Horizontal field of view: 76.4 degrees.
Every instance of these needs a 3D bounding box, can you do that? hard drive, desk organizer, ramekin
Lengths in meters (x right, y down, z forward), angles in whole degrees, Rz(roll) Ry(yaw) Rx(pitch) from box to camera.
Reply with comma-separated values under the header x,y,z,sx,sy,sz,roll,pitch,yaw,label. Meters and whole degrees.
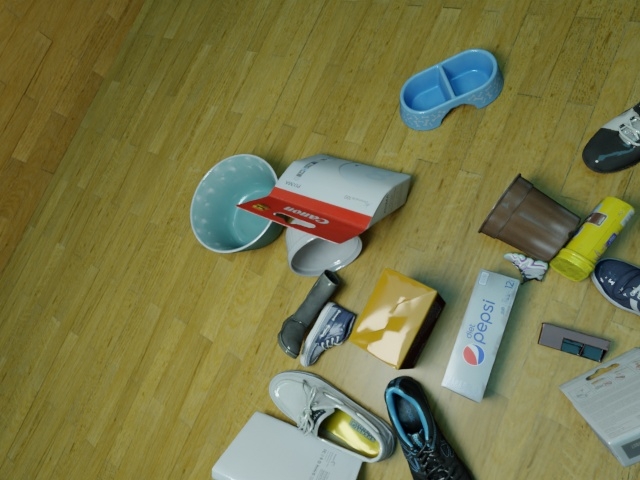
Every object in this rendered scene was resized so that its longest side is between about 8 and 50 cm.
x,y,z,sx,sy,sz,roll,pitch,yaw,label
-0.071,0.542,0.974,0.307,0.203,0.040,14,113,19,hard drive
0.554,0.224,0.894,0.130,0.047,0.050,14,83,27,desk organizer
0.000,0.000,1.120,0.207,0.207,0.109,-30,56,13,ramekin

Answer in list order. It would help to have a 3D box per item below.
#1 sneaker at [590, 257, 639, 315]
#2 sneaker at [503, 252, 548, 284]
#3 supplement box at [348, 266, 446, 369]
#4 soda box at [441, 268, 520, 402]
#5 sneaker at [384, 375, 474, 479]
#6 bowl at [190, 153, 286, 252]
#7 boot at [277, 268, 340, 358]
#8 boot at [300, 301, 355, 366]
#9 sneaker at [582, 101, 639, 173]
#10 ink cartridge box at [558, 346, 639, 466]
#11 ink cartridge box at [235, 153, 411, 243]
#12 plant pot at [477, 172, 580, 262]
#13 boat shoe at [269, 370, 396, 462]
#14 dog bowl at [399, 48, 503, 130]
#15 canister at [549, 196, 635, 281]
x,y,z,sx,sy,sz,roll,pitch,yaw,label
0.686,0.125,0.804,0.099,0.153,0.282,-45,63,5,sneaker
0.483,0.072,0.974,0.098,0.038,0.069,17,82,27,sneaker
0.192,0.193,0.978,0.129,0.194,0.191,26,86,27,supplement box
0.373,0.218,0.946,0.091,0.098,0.286,18,83,26,soda box
0.233,0.476,0.908,0.125,0.139,0.341,-33,66,9,sneaker
-0.229,-0.093,1.266,0.311,0.163,0.312,-6,73,21,bowl
-0.025,0.191,1.091,0.208,0.076,0.190,-45,19,13,boot
0.020,0.266,1.102,0.086,0.069,0.190,21,82,30,boot
0.751,-0.282,0.904,0.330,0.146,0.122,-35,66,13,sneaker
0.590,0.302,0.768,0.189,0.232,0.066,-33,83,11,ink cartridge box
0.020,-0.129,1.061,0.308,0.385,0.091,20,118,27,ink cartridge box
0.486,-0.042,0.947,0.165,0.167,0.167,37,91,20,plant pot
0.000,0.438,1.011,0.367,0.156,0.136,23,85,27,boat shoe
0.362,-0.432,1.157,0.297,0.074,0.166,-21,68,18,dog bowl
0.597,-0.002,0.898,0.073,0.126,0.170,38,90,23,canister
